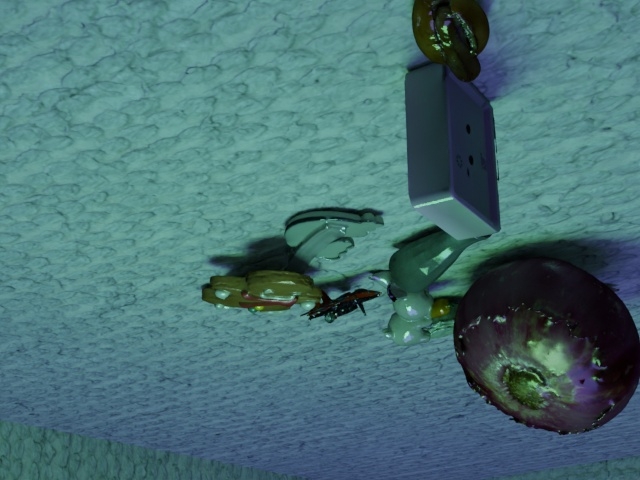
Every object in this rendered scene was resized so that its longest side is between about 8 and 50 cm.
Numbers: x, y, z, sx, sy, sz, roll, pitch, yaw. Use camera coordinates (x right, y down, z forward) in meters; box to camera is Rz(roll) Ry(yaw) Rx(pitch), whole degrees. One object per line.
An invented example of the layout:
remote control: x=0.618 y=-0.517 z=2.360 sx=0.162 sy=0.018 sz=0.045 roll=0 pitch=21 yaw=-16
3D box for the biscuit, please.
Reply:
biscuit: x=-0.109 y=0.104 z=1.911 sx=0.215 sy=0.047 sz=0.339 roll=7 pitch=168 yaw=-22

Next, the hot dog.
hot dog: x=0.154 y=-0.240 z=1.192 sx=0.089 sy=0.060 sz=0.140 roll=-1 pitch=161 yaw=11

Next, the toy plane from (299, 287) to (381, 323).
toy plane: x=0.050 y=0.123 z=1.976 sx=0.189 sy=0.061 sz=0.130 roll=-4 pitch=-166 yaw=42

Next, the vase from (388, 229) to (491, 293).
vase: x=0.212 y=0.014 z=1.766 sx=0.086 sy=0.086 sz=0.214 roll=13 pitch=149 yaw=-29

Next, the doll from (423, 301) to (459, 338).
doll: x=0.253 y=0.166 z=2.103 sx=0.213 sy=0.072 sz=0.103 roll=-11 pitch=-171 yaw=10

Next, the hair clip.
hair clip: x=0.000 y=0.000 z=1.757 sx=0.140 sy=0.054 sz=0.220 roll=15 pitch=150 yaw=-24

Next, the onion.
onion: x=0.425 y=0.178 z=1.921 sx=0.358 sy=0.345 sz=0.358 roll=5 pitch=141 yaw=4

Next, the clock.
clock: x=0.172 y=-0.114 z=1.311 sx=0.063 sy=0.197 sz=0.150 roll=-14 pitch=154 yaw=30

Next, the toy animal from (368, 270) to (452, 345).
toy animal: x=0.173 y=0.129 z=1.987 sx=0.127 sy=0.131 sz=0.182 roll=-27 pitch=135 yaw=-29
